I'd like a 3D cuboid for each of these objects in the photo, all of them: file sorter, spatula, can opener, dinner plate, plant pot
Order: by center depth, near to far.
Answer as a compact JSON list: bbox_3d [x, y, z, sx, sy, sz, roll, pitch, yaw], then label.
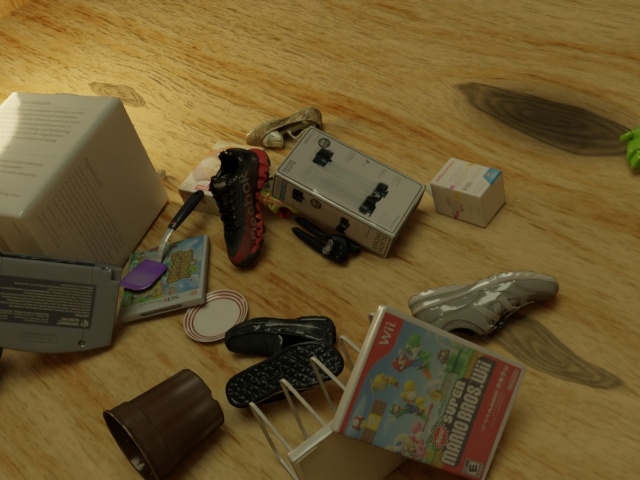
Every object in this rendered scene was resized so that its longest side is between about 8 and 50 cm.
[{"bbox_3d":[0.046,0.286,1.391,0.277,0.193,0.173,-35,42,-17],"label":"file sorter"},{"bbox_3d":[-0.272,0.326,1.493,0.165,0.167,0.167,-34,44,-27],"label":"plant pot"},{"bbox_3d":[-0.218,0.159,1.742,0.141,0.017,0.141,-9,43,9],"label":"dinner plate"},{"bbox_3d":[0.000,0.000,1.813,0.186,0.073,0.059,24,96,41],"label":"can opener"},{"bbox_3d":[-0.345,-0.004,1.888,0.084,0.030,0.296,12,60,33],"label":"spatula"}]

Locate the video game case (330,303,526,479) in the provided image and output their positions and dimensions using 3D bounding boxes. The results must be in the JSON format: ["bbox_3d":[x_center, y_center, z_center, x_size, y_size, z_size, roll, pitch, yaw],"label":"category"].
[{"bbox_3d":[0.175,0.243,1.299,0.025,0.285,0.204,9,76,68],"label":"video game case"}]

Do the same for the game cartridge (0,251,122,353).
[{"bbox_3d":[-0.570,0.131,1.708,0.297,0.198,0.062,8,16,-20],"label":"game cartridge"}]

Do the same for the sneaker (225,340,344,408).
[{"bbox_3d":[-0.064,0.246,1.532,0.234,0.097,0.084,-18,73,12],"label":"sneaker"}]

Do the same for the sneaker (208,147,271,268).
[{"bbox_3d":[-0.187,-0.080,1.829,0.097,0.135,0.276,-6,75,41],"label":"sneaker"}]

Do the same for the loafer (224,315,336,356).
[{"bbox_3d":[-0.080,0.193,1.614,0.223,0.076,0.078,-5,36,9],"label":"loafer"}]

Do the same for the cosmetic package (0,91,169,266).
[{"bbox_3d":[-0.622,-0.094,1.919,0.329,0.327,0.394,8,49,26],"label":"cosmetic package"}]

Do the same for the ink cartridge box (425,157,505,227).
[{"bbox_3d":[0.307,-0.106,1.778,0.143,0.090,0.092,21,55,36],"label":"ink cartridge box"}]

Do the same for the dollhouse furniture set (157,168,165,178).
[{"bbox_3d":[-0.466,-0.162,2.170,0.114,0.091,0.081,26,98,63],"label":"dollhouse furniture set"}]

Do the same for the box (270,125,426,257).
[{"bbox_3d":[0.059,-0.105,1.785,0.290,0.087,0.169,27,56,9],"label":"box"}]

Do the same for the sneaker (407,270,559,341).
[{"bbox_3d":[0.309,0.131,1.553,0.281,0.105,0.115,-13,76,1],"label":"sneaker"}]

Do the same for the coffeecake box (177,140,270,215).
[{"bbox_3d":[-0.234,-0.152,2.033,0.142,0.068,0.185,13,52,29],"label":"coffeecake box"}]

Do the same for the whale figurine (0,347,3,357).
[{"bbox_3d":[-0.776,0.273,1.760,0.216,0.141,0.272,14,74,15],"label":"whale figurine"}]

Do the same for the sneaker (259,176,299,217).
[{"bbox_3d":[-0.106,-0.096,1.926,0.081,0.094,0.208,-22,16,-33],"label":"sneaker"}]

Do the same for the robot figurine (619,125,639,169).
[{"bbox_3d":[0.681,-0.196,1.756,0.101,0.067,0.115,21,50,1],"label":"robot figurine"}]

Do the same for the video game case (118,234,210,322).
[{"bbox_3d":[-0.344,0.081,1.850,0.193,0.023,0.212,-14,39,8],"label":"video game case"}]

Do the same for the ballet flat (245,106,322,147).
[{"bbox_3d":[-0.089,-0.276,2.115,0.206,0.073,0.067,-24,57,0],"label":"ballet flat"}]
